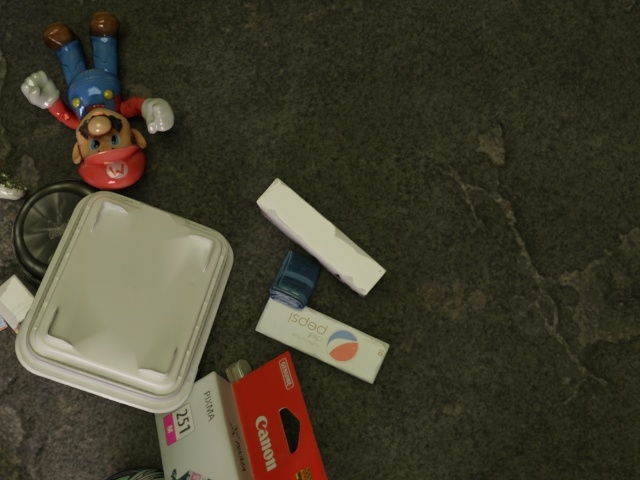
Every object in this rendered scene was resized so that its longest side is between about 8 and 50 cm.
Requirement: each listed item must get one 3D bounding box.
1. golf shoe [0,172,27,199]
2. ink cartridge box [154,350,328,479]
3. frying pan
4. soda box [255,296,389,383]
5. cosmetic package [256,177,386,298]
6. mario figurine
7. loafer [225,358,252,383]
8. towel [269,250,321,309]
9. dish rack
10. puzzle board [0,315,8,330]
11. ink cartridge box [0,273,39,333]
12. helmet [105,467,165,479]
[{"bbox_3d":[-0.597,-0.083,1.456,0.176,0.069,0.086,13,101,4],"label":"golf shoe"},{"bbox_3d":[-0.129,0.320,1.290,0.238,0.060,0.275,-32,47,12],"label":"ink cartridge box"},{"bbox_3d":[-0.435,0.048,1.435,0.197,0.053,0.326,-4,78,2],"label":"frying pan"},{"bbox_3d":[0.003,0.164,1.415,0.216,0.069,0.074,24,82,4],"label":"soda box"},{"bbox_3d":[0.000,0.000,1.426,0.239,0.099,0.060,41,82,6],"label":"cosmetic package"},{"bbox_3d":[-0.374,-0.239,1.417,0.198,0.170,0.321,-27,72,29],"label":"mario figurine"},{"bbox_3d":[-0.123,0.264,1.415,0.039,0.045,0.125,-27,78,29],"label":"loafer"},{"bbox_3d":[-0.040,0.066,1.411,0.067,0.119,0.029,24,123,0],"label":"towel"},{"bbox_3d":[-0.304,0.084,1.359,0.285,0.072,0.333,20,63,-8],"label":"dish rack"},{"bbox_3d":[-0.613,0.137,1.436,0.128,0.011,0.096,-30,82,-5],"label":"puzzle board"},{"bbox_3d":[-0.455,0.147,1.390,0.061,0.104,0.181,-42,85,-8],"label":"ink cartridge box"},{"bbox_3d":[-0.290,0.439,1.318,0.169,0.169,0.162,25,87,3],"label":"helmet"}]
